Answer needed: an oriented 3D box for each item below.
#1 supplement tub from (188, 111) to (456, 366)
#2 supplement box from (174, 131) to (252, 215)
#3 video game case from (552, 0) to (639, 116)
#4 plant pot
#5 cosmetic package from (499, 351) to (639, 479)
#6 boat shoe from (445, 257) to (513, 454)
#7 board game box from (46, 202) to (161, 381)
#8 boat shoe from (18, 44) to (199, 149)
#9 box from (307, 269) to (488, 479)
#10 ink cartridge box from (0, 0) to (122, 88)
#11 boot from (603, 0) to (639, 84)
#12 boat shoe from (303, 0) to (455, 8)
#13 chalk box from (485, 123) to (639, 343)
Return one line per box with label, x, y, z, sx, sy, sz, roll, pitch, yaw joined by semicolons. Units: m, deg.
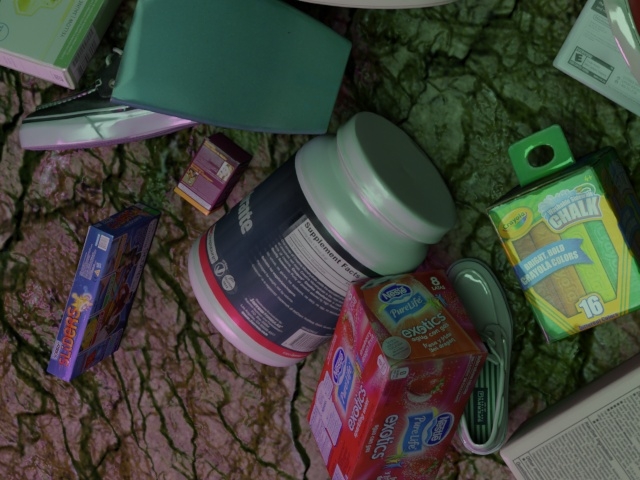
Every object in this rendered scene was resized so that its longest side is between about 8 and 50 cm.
supplement tub;0.000;0.000;1.919;0.272;0.191;0.191;-40;87;24
supplement box;-0.130;-0.081;2.029;0.055;0.043;0.083;38;114;9
video game case;0.373;-0.217;1.816;0.190;0.022;0.173;32;112;12
plant pot;-0.092;-0.201;1.848;0.234;0.166;0.165;16;95;-4
cosmetic package;0.374;0.210;1.872;0.309;0.113;0.160;-34;89;24
boat shoe;0.183;0.129;1.914;0.083;0.076;0.226;-9;82;5
board game box;-0.265;0.062;2.066;0.035;0.136;0.201;24;110;13
boat shoe;-0.206;-0.185;2.007;0.335;0.121;0.119;-12;91;12
box;0.081;0.166;1.894;0.257;0.123;0.128;106;149;-44
ink cartridge box;-0.363;-0.292;2.012;0.235;0.056;0.171;19;70;15
boot;0.377;-0.289;1.741;0.176;0.088;0.244;-14;90;18
boat shoe;-0.061;-0.379;1.857;0.500;0.187;0.156;24;116;19
chalk box;0.275;-0.019;1.842;0.132;0.132;0.213;-25;93;24
